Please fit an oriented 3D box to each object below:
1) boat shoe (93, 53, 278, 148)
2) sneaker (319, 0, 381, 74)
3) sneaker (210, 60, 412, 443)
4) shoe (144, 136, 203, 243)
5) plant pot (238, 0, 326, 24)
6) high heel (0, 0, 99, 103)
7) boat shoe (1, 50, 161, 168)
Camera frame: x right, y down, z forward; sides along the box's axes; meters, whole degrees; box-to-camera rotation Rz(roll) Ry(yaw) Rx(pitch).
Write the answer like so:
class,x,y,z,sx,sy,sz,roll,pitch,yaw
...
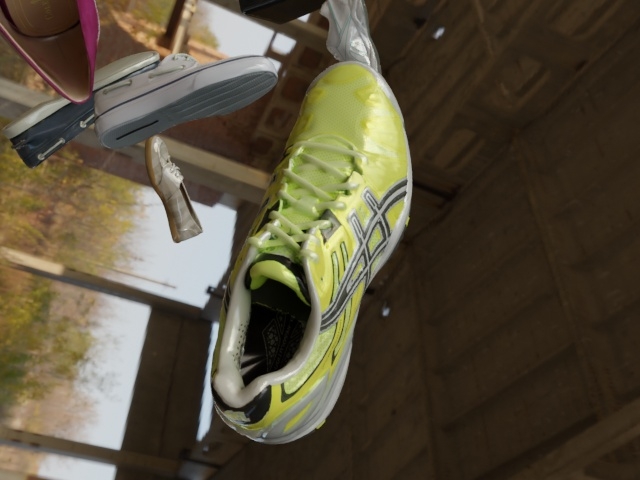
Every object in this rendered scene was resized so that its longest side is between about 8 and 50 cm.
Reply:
class,x,y,z,sx,sy,sz,roll,pitch,yaw
boat shoe,-0.165,-0.183,0.789,0.083,0.226,0.076,63,8,-74
sneaker,0.043,-0.251,0.896,0.054,0.061,0.152,-67,141,-69
sneaker,0.000,0.000,0.637,0.147,0.145,0.385,58,44,-73
shoe,-0.270,-0.096,1.253,0.077,0.058,0.219,-93,173,-57
plant pot,-0.033,-0.462,1.081,0.187,0.166,0.188,-35,119,-69
high heel,-0.252,-0.246,0.549,0.377,0.127,0.181,143,-77,-85
boat shoe,-0.341,-0.197,1.010,0.254,0.079,0.095,-36,-151,-17
